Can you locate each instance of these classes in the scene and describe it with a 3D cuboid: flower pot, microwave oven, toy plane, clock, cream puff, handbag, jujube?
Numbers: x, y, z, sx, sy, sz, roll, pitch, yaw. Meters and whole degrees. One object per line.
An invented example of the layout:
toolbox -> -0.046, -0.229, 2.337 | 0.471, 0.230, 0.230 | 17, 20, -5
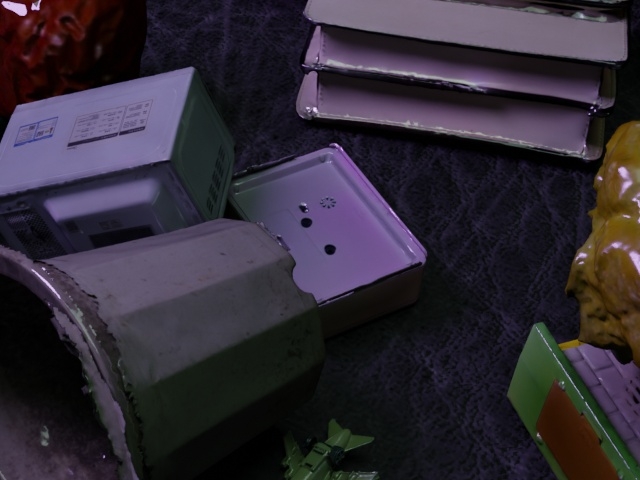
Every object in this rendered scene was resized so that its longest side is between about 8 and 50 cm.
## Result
flower pot -> -0.151, 0.108, 1.107 | 0.259, 0.290, 0.290 | -23, 51, -40
microwave oven -> -0.205, -0.063, 1.292 | 0.208, 0.122, 0.162 | -10, 44, 19
toy plane -> -0.003, 0.200, 1.155 | 0.102, 0.040, 0.111 | 16, 43, 37
clock -> 0.000, 0.000, 1.323 | 0.147, 0.071, 0.192 | -21, 51, -22
cream puff -> 0.309, 0.027, 1.104 | 0.282, 0.185, 0.282 | 26, 44, -28
handbag -> 0.167, -0.238, 1.506 | 0.358, 0.160, 0.237 | 9, 39, 6
jujube -> -0.271, -0.215, 1.384 | 0.174, 0.250, 0.174 | 5, 48, -6
clock -> 0.337, 0.163, 1.181 | 0.255, 0.106, 0.220 | -11, 49, -21
